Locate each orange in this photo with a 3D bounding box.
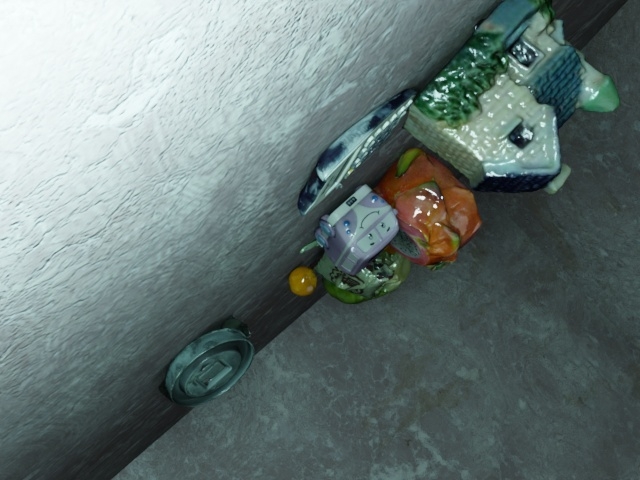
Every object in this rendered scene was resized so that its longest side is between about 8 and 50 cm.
[{"bbox_3d":[-0.048,0.109,1.936,0.083,0.083,0.083,-42,173,-6],"label":"orange"}]

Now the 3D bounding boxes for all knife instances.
[{"bbox_3d":[0.000,0.000,1.820,0.030,0.014,0.207,-47,170,30],"label":"knife"}]

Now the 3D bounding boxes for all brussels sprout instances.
[{"bbox_3d":[0.145,0.088,2.222,0.271,0.210,0.219,-4,-176,25],"label":"brussels sprout"}]

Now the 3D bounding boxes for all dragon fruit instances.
[{"bbox_3d":[0.235,-0.056,1.722,0.189,0.291,0.290,-41,173,-14],"label":"dragon fruit"}]

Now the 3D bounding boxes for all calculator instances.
[{"bbox_3d":[0.066,-0.152,1.167,0.268,0.040,0.177,-40,173,-29],"label":"calculator"}]

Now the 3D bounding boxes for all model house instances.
[{"bbox_3d":[0.338,-0.226,1.205,0.298,0.284,0.243,-47,179,-2],"label":"model house"}]

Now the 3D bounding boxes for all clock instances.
[{"bbox_3d":[-0.261,0.300,1.695,0.226,0.049,0.226,-28,145,-22],"label":"clock"}]

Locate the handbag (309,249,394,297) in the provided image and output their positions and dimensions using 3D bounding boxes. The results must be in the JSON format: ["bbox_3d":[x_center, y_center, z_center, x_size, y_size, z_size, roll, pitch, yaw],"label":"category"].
[{"bbox_3d":[0.091,0.077,2.025,0.127,0.213,0.235,-60,-179,-28],"label":"handbag"}]

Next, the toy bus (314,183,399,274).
[{"bbox_3d":[0.085,-0.022,1.617,0.142,0.142,0.202,-40,172,-17],"label":"toy bus"}]

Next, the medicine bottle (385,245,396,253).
[{"bbox_3d":[0.205,-0.047,2.106,0.112,0.149,0.222,-49,171,32],"label":"medicine bottle"}]

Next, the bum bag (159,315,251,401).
[{"bbox_3d":[-0.282,0.305,1.802,0.326,0.080,0.142,-46,162,23],"label":"bum bag"}]
